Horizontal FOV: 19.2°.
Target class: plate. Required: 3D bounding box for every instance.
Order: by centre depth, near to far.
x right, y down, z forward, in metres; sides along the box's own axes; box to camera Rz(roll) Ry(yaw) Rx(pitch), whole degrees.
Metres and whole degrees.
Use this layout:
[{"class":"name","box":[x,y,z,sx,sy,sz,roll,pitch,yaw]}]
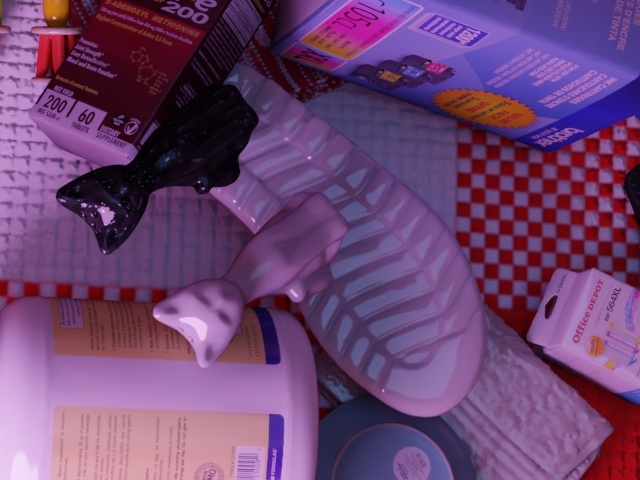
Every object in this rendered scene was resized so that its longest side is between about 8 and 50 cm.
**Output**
[{"class":"plate","box":[0.067,0.240,1.825,0.188,0.024,0.188,4,75,-16]}]

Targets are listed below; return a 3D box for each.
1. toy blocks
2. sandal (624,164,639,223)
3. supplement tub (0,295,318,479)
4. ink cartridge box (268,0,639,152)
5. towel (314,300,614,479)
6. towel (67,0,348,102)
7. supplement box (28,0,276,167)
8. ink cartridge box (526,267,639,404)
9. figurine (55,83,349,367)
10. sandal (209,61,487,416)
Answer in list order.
[{"class":"toy blocks","box":[-0.292,-0.185,1.849,0.123,0.054,0.148,1,97,-3]},{"class":"sandal","box":[0.367,0.005,1.989,0.067,0.040,0.179,-12,70,-20]},{"class":"supplement tub","box":[-0.185,0.173,1.724,0.331,0.241,0.241,4,81,-12]},{"class":"ink cartridge box","box":[0.184,-0.215,1.836,0.395,0.270,0.151,16,75,-18]},{"class":"towel","box":[0.143,0.165,1.904,0.282,0.049,0.187,45,74,-2]},{"class":"towel","box":[-0.102,-0.210,1.911,0.275,0.031,0.199,-25,87,-15]},{"class":"supplement box","box":[-0.157,-0.182,1.815,0.130,0.073,0.239,23,73,29]},{"class":"ink cartridge box","box":[0.291,0.094,1.926,0.143,0.090,0.092,26,77,-9]},{"class":"figurine","box":[-0.104,-0.009,1.682,0.215,0.092,0.209,50,47,3]},{"class":"sandal","box":[0.012,-0.009,1.859,0.169,0.102,0.416,-38,84,-10]}]
